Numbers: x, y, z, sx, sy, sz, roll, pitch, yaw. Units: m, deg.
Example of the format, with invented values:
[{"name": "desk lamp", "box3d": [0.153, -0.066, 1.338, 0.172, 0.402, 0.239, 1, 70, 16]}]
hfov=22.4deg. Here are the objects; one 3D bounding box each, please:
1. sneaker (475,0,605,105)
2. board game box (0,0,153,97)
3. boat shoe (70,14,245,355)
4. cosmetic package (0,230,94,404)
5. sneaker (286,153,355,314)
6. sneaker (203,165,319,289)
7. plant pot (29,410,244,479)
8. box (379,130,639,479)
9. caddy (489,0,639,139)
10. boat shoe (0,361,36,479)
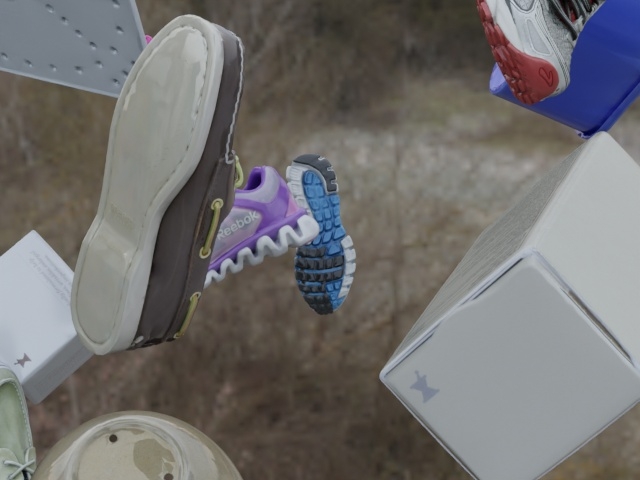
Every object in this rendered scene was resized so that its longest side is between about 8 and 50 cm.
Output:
[{"name": "sneaker", "box3d": [0.144, -0.171, 0.968, 0.093, 0.088, 0.225, -8, 44, 22]}, {"name": "board game box", "box3d": [-0.386, -0.357, 1.944, 0.390, 0.390, 0.050, 15, 51, 24]}, {"name": "boat shoe", "box3d": [-0.127, -0.045, 1.421, 0.097, 0.324, 0.116, -1, 29, -41]}, {"name": "cosmetic package", "box3d": [-0.385, 0.107, 2.176, 0.151, 0.151, 0.183, -42, -8, -12]}, {"name": "sneaker", "box3d": [0.000, 0.000, 1.876, 0.071, 0.190, 0.083, -4, -21, -4]}, {"name": "sneaker", "box3d": [-0.122, -0.008, 1.688, 0.236, 0.104, 0.095, -25, 11, -21]}, {"name": "plant pot", "box3d": [-0.209, 0.302, 1.808, 0.284, 0.191, 0.284, 1, 56, -2]}, {"name": "box", "box3d": [0.167, 0.042, 1.151, 0.148, 0.121, 0.311, -42, 1, 27]}, {"name": "caddy", "box3d": [0.326, -0.261, 1.804, 0.179, 0.241, 0.341, 18, -28, -8]}, {"name": "boat shoe", "box3d": [-0.377, 0.295, 1.945, 0.094, 0.302, 0.109, -5, -5, 38]}]
